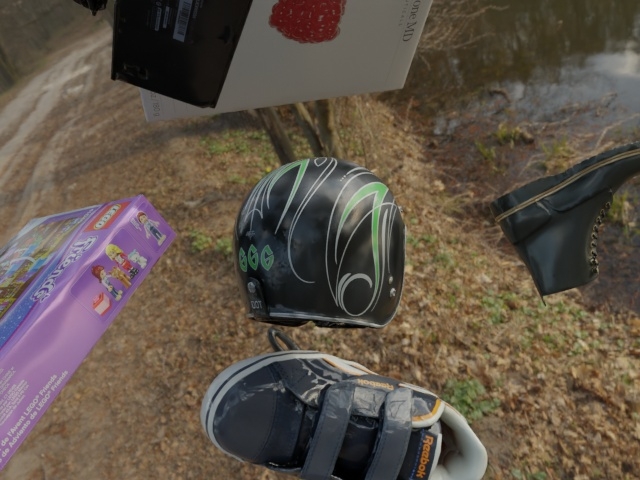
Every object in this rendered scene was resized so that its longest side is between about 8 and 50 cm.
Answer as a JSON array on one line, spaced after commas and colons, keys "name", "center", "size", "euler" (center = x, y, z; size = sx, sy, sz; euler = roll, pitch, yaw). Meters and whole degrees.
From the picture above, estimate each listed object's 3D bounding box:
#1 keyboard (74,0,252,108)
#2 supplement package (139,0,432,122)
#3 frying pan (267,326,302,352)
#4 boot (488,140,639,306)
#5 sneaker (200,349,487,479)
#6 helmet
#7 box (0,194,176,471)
[{"name": "keyboard", "center": [-0.100, -0.152, 0.338], "size": [0.180, 0.108, 0.023], "euler": [136, 146, -60]}, {"name": "supplement package", "center": [-0.054, -0.259, 0.556], "size": [0.292, 0.178, 0.175], "euler": [-12, 63, -14]}, {"name": "frying pan", "center": [0.036, 0.267, 0.689], "size": [0.053, 0.326, 0.197], "euler": [-36, 32, 40]}, {"name": "boot", "center": [0.316, -0.022, 0.627], "size": [0.197, 0.137, 0.077], "euler": [-25, -9, 17]}, {"name": "sneaker", "center": [0.042, 0.197, 0.571], "size": [0.127, 0.320, 0.126], "euler": [19, 94, 60]}, {"name": "helmet", "center": [0.000, 0.000, 0.518], "size": [0.169, 0.169, 0.162], "euler": [-3, 76, 33]}, {"name": "box", "center": [-0.280, 0.087, 0.474], "size": [0.200, 0.057, 0.293], "euler": [-6, 41, 35]}]
